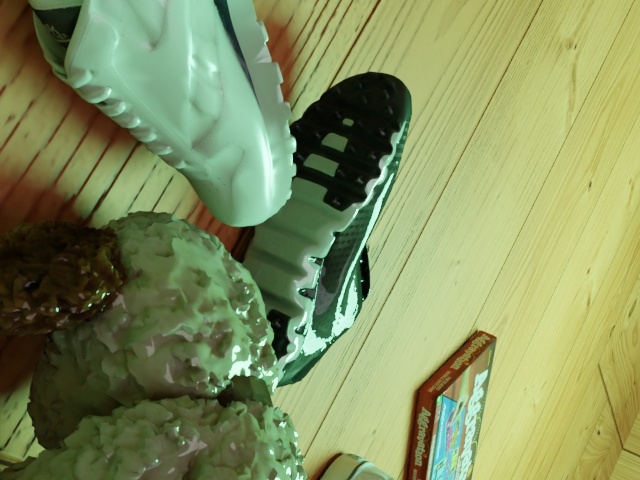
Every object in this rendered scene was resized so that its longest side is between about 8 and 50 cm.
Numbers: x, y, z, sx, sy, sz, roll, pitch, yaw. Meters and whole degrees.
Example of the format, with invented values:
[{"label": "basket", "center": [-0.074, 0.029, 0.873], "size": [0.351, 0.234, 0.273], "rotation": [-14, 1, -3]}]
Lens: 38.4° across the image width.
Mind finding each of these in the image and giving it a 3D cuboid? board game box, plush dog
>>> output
[{"label": "board game box", "center": [0.147, 0.256, 1.087], "size": [0.145, 0.027, 0.281], "rotation": [-35, 137, -47]}, {"label": "plush dog", "center": [-0.075, 0.094, 0.447], "size": [0.262, 0.210, 0.226], "rotation": [40, 39, -69]}]

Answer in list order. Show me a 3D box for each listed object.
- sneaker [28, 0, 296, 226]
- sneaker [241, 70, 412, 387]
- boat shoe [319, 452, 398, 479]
[{"label": "sneaker", "center": [-0.080, -0.087, 0.433], "size": [0.095, 0.090, 0.235], "rotation": [-39, 138, -21]}, {"label": "sneaker", "center": [0.000, 0.000, 0.621], "size": [0.234, 0.078, 0.106], "rotation": [-65, 154, 0]}, {"label": "boat shoe", "center": [-0.005, 0.314, 0.806], "size": [0.258, 0.084, 0.095], "rotation": [-60, 150, -15]}]
